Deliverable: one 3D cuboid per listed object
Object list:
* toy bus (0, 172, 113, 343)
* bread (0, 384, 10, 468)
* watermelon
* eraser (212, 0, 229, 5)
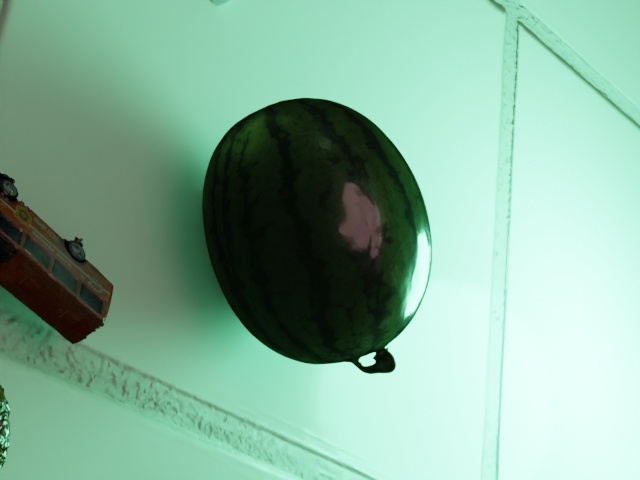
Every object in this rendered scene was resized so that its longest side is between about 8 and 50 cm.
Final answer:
[{"bbox_3d":[-0.322,0.009,1.457,0.235,0.073,0.096,44,21,-28],"label":"toy bus"},{"bbox_3d":[-0.386,0.182,1.350,0.193,0.064,0.193,21,59,-40],"label":"bread"},{"bbox_3d":[0.000,0.000,1.702,0.279,0.279,0.359,-20,93,-51],"label":"watermelon"},{"bbox_3d":[-0.131,-0.376,1.888,0.065,0.026,0.105,55,42,-23],"label":"eraser"}]
